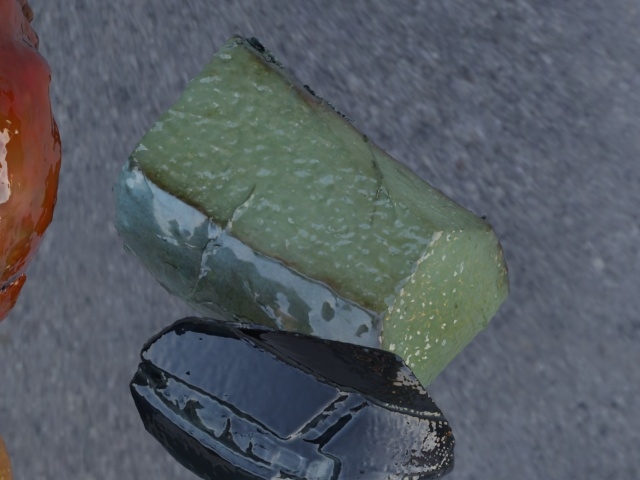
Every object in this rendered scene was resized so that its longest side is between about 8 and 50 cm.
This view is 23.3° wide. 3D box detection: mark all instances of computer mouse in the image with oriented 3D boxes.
[{"bbox_3d":[-0.015,0.107,0.882,0.192,0.062,0.105,18,121,-5],"label":"computer mouse"}]

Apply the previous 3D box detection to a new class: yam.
[{"bbox_3d":[-0.001,0.005,1.209,0.202,0.271,0.201,-48,151,-22],"label":"yam"}]

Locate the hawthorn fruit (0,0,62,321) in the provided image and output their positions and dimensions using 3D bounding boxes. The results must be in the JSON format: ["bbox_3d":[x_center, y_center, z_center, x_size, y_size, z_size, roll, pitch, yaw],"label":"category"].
[{"bbox_3d":[-0.276,-0.070,0.743,0.308,0.276,0.276,-2,110,-26],"label":"hawthorn fruit"}]

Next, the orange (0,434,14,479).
[{"bbox_3d":[-0.284,0.167,1.017,0.178,0.155,0.177,8,114,18],"label":"orange"}]
